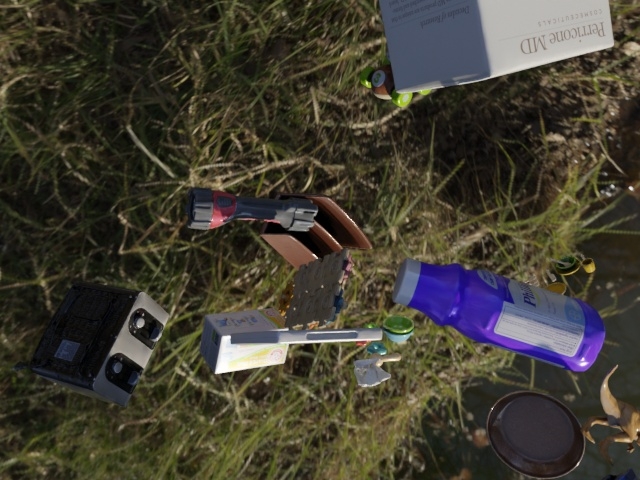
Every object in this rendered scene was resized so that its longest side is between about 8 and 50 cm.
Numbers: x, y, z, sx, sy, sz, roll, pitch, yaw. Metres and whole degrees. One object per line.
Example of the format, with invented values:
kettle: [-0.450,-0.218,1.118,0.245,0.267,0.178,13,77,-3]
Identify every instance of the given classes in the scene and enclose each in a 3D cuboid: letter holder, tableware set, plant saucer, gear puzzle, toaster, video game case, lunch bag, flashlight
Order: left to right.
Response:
toaster: [-0.355,0.162,1.052,0.185,0.168,0.110,5,150,30]
flashlight: [-0.168,-0.067,1.601,0.304,0.103,0.103,4,113,-25]
video game case: [-0.030,0.168,1.145,0.193,0.212,0.023,3,81,-28]
gear puzzle: [-0.020,0.129,1.498,0.044,0.339,0.175,21,70,-22]
letter holder: [0.000,0.000,2.021,0.214,0.152,0.302,4,151,37]
plant saucer: [0.449,0.399,1.380,0.198,0.036,0.199,8,108,26]
tableware set: [0.441,0.071,1.249,0.154,0.104,0.024,-26,112,13]
lunch bag: [0.415,0.356,0.913,0.067,0.098,0.065,-45,61,17]

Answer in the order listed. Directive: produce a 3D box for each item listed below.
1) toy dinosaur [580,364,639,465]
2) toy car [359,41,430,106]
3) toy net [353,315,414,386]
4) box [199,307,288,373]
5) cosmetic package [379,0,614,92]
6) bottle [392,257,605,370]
toy dinosaur: [0.431,0.255,0.955,0.211,0.064,0.112,39,103,-21]
toy car: [0.191,-0.465,1.669,0.149,0.155,0.188,-31,140,-21]
toy net: [0.113,0.223,1.384,0.122,0.232,0.045,11,115,20]
box: [-0.188,0.251,1.674,0.203,0.103,0.114,-3,117,-34]
cosmetic package: [0.332,-0.536,1.339,0.329,0.327,0.394,-18,103,-23]
bottle: [0.244,0.096,0.927,0.282,0.118,0.092,18,108,-1]
